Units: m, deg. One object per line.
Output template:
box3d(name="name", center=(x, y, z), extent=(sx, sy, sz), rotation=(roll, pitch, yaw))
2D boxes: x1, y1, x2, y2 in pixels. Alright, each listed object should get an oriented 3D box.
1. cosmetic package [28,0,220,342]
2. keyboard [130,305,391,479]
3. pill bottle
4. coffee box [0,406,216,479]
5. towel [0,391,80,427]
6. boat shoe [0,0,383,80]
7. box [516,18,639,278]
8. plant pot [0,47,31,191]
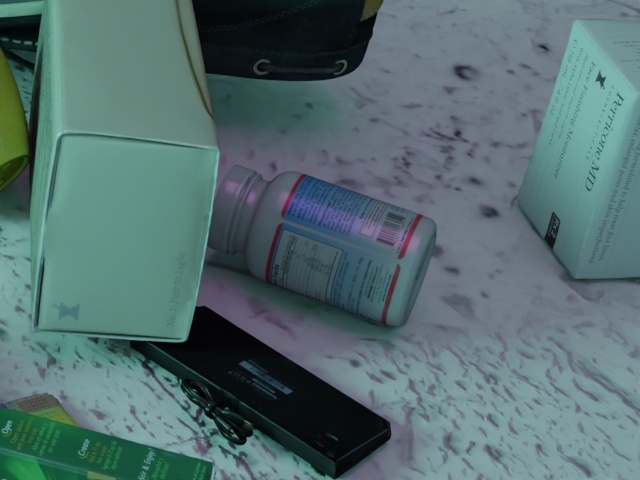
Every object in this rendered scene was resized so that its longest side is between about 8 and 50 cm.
box3d(name="cosmetic package", center=(-0.150, -0.075, 1.394), extent=(0.113, 0.160, 0.309), rotation=(5, 30, -13))
box3d(name="keyboard", center=(-0.049, 0.106, 1.306), extent=(0.180, 0.023, 0.108), rotation=(30, 29, 24))
box3d(name="pill bottle", center=(0.000, 0.000, 1.425), extent=(0.160, 0.087, 0.087), rotation=(20, 33, 8))
box3d(name="coffee box", center=(-0.161, 0.156, 1.103), extent=(0.184, 0.113, 0.040), rotation=(16, 35, -1))
box3d(name="towel", center=(-0.193, 0.125, 1.229), extent=(0.083, 0.009, 0.060), rotation=(-14, 43, -36))
box3d(name="boat shoe", center=(-0.185, -0.202, 1.609), extent=(0.500, 0.156, 0.187), rotation=(-1, 39, -3))
box3d(name="box", center=(0.282, -0.075, 1.563), extent=(0.182, 0.181, 0.119), rotation=(-1, 35, -24))
box3d(name="plant pot", center=(-0.270, -0.079, 1.420), extent=(0.095, 0.134, 0.134), rotation=(51, 41, 6))
